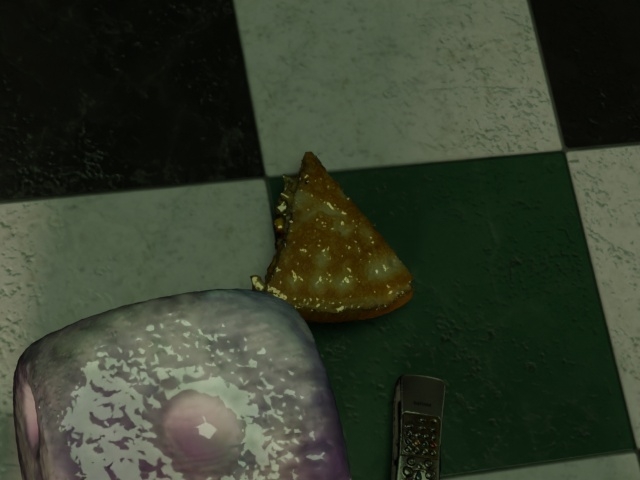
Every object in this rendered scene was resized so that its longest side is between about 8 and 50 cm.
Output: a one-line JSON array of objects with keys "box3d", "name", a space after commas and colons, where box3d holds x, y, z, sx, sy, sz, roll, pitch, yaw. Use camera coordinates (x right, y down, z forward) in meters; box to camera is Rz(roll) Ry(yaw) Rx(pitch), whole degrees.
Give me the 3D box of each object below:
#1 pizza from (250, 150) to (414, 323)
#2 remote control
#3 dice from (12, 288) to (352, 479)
[{"box3d": [0.000, 0.000, 1.924, 0.188, 0.062, 0.199, 1, 63, -26], "name": "pizza"}, {"box3d": [0.099, 0.243, 1.873, 0.059, 0.028, 0.212, 11, 68, -14], "name": "remote control"}, {"box3d": [-0.135, 0.211, 1.694, 0.270, 0.271, 0.270, -10, 73, -17], "name": "dice"}]
